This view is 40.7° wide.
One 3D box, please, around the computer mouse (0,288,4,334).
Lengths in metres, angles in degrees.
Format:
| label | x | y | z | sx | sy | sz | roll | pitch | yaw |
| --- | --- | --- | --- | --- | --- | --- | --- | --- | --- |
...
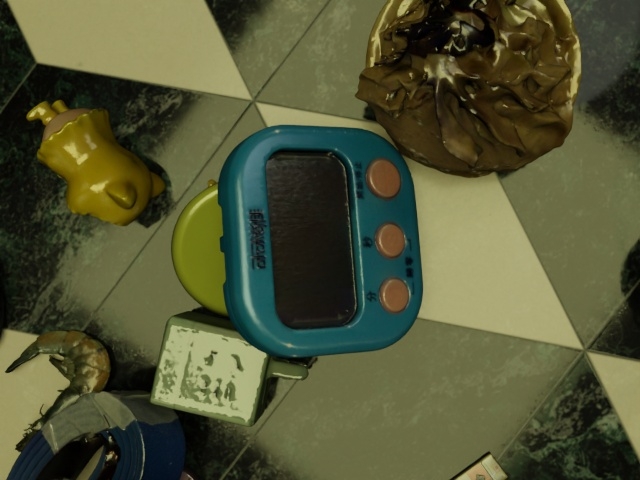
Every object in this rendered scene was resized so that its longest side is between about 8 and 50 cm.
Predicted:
| label | x | y | z | sx | sy | sz | roll | pitch | yaw |
| --- | --- | --- | --- | --- | --- | --- | --- | --- | --- |
| computer mouse | -0.569 | 0.114 | 1.420 | 0.099 | 0.057 | 0.172 | 6 | 101 | 3 |

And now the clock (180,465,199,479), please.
| label | x | y | z | sx | sy | sz | roll | pitch | yaw |
| --- | --- | --- | --- | --- | --- | --- | --- | --- | --- |
| clock | -0.261 | 0.432 | 1.393 | 0.110 | 0.050 | 0.152 | 17 | 90 | 4 |

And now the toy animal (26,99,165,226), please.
| label | x | y | z | sx | sy | sz | roll | pitch | yaw |
| --- | --- | --- | --- | --- | --- | --- | --- | --- | --- |
| toy animal | -0.359 | -0.130 | 1.363 | 0.230 | 0.156 | 0.156 | 44 | 93 | 2 |

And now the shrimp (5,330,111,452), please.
| label | x | y | z | sx | sy | sz | roll | pitch | yaw |
| --- | --- | --- | --- | --- | --- | --- | --- | --- | --- |
| shrimp | -0.444 | 0.241 | 1.414 | 0.150 | 0.051 | 0.217 | 39 | 85 | 7 |

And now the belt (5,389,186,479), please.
| label | x | y | z | sx | sy | sz | roll | pitch | yaw |
| --- | --- | --- | --- | --- | --- | --- | --- | --- | --- |
| belt | -0.361 | 0.384 | 1.336 | 0.212 | 0.117 | 0.347 | 44 | 103 | 26 |

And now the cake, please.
| label | x | y | z | sx | sy | sz | roll | pitch | yaw |
| --- | --- | --- | --- | --- | --- | --- | --- | --- | --- |
| cake | 0.219 | -0.254 | 1.232 | 0.332 | 0.321 | 0.332 | 0 | 91 | 5 |

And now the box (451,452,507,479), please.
| label | x | y | z | sx | sy | sz | roll | pitch | yaw |
| --- | --- | --- | --- | --- | --- | --- | --- | --- | --- |
| box | 0.250 | 0.381 | 1.374 | 0.083 | 0.012 | 0.046 | -37 | 86 | 5 |

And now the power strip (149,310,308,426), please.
| label | x | y | z | sx | sy | sz | roll | pitch | yaw |
| --- | --- | --- | --- | --- | --- | --- | --- | --- | --- |
| power strip | -0.131 | 0.203 | 1.342 | 0.224 | 0.139 | 0.140 | 13 | 89 | 4 |

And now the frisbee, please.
| label | x | y | z | sx | sy | sz | roll | pitch | yaw |
| --- | --- | --- | --- | --- | --- | --- | --- | --- | --- |
| frisbee | -0.116 | 0.015 | 1.358 | 0.236 | 0.017 | 0.236 | -3 | 108 | -10 |

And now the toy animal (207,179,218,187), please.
| label | x | y | z | sx | sy | sz | roll | pitch | yaw |
| --- | --- | --- | --- | --- | --- | --- | --- | --- | --- |
| toy animal | -0.095 | -0.075 | 1.380 | 0.159 | 0.070 | 0.083 | -15 | 99 | -3 |

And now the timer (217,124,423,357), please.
| label | x | y | z | sx | sy | sz | roll | pitch | yaw |
| --- | --- | --- | --- | --- | --- | --- | --- | --- | --- |
| timer | 0.000 | 0.000 | 1.286 | 0.309 | 0.115 | 0.340 | -1 | 83 | -28 |
